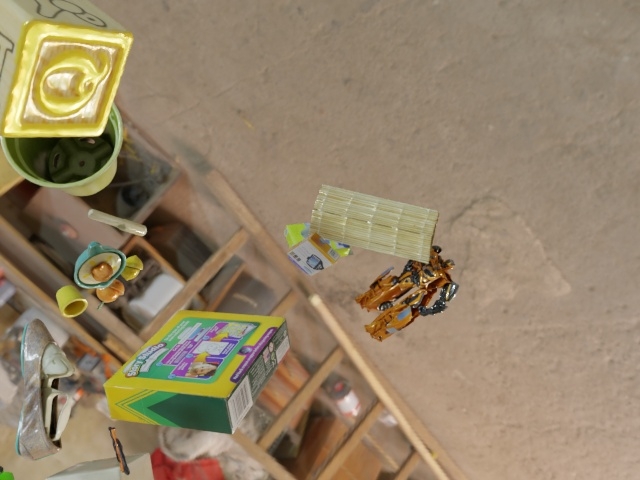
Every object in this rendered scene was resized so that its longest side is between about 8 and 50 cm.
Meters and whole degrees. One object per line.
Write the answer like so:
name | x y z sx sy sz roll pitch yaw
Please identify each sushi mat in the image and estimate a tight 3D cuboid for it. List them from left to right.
sushi mat | 0.134 -0.044 1.782 0.317 0.151 0.019 14 160 9

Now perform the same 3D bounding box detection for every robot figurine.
robot figurine | 0.234 0.136 1.888 0.291 0.211 0.085 -40 134 22

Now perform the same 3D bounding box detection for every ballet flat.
ballet flat | -0.608 0.329 1.580 0.106 0.315 0.107 -6 165 8

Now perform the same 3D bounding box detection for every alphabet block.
alphabet block | -0.447 -0.292 1.104 0.197 0.192 0.193 40 119 25

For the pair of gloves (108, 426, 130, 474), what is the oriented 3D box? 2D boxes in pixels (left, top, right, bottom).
pair of gloves | -0.309 0.322 1.080 0.083 0.010 0.074 -31 76 66

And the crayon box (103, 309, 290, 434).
crayon box | -0.284 0.303 1.701 0.313 0.363 0.106 1 113 20

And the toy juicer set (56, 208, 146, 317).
toy juicer set | -0.529 0.063 1.792 0.089 0.209 0.329 50 124 29

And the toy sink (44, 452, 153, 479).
toy sink | -0.388 0.528 1.293 0.153 0.131 0.234 -12 84 11

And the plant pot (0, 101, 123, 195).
plant pot | -0.621 -0.230 1.768 0.276 0.276 0.254 34 166 0

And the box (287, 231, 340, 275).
box | -0.020 0.034 1.613 0.081 0.028 0.136 44 149 -10

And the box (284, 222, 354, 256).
box | 0.000 0.000 1.956 0.042 0.178 0.109 109 146 -47

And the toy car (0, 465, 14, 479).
toy car | -0.594 0.381 1.080 0.225 0.239 0.053 14 125 -23
